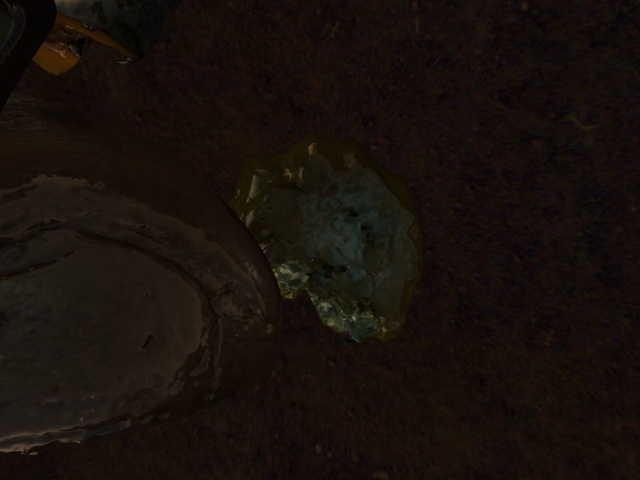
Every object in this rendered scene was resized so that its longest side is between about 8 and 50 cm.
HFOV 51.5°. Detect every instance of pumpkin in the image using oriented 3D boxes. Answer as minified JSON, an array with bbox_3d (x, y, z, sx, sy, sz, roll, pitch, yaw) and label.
[{"bbox_3d":[-0.222,-0.233,0.641,0.280,0.190,0.139,29,78,12],"label":"pumpkin"}]

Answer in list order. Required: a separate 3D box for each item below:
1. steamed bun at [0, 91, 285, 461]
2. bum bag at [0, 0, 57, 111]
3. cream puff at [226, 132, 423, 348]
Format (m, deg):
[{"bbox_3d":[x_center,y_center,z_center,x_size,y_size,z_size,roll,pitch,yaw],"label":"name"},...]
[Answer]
[{"bbox_3d":[-0.191,0.004,0.426,0.301,0.251,0.199,-7,99,-25],"label":"steamed bun"},{"bbox_3d":[-0.161,-0.092,0.212,0.026,0.159,0.109,15,70,24],"label":"bum bag"},{"bbox_3d":[0.003,-0.005,0.687,0.221,0.195,0.195,35,95,-12],"label":"cream puff"}]
